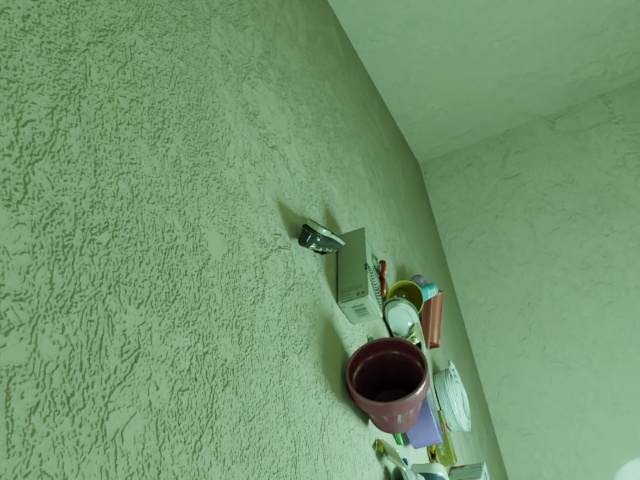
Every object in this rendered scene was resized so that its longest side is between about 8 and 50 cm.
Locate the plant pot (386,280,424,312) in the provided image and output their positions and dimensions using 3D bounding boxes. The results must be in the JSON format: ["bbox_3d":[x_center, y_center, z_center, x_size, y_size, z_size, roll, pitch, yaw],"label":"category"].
[{"bbox_3d":[0.294,0.212,1.925,0.095,0.134,0.134,124,-52,-83],"label":"plant pot"}]

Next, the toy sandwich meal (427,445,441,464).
[{"bbox_3d":[0.383,0.721,1.790,0.086,0.029,0.086,54,24,-39],"label":"toy sandwich meal"}]

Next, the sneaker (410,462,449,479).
[{"bbox_3d":[0.346,0.765,1.519,0.350,0.131,0.148,49,34,-35],"label":"sneaker"}]

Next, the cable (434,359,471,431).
[{"bbox_3d":[0.553,0.667,2.233,0.257,0.089,0.257,58,23,-36],"label":"cable"}]

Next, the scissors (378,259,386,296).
[{"bbox_3d":[0.188,0.119,1.681,0.297,0.021,0.109,57,32,-85],"label":"scissors"}]

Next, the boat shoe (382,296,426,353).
[{"bbox_3d":[0.300,0.317,1.828,0.302,0.113,0.103,58,17,-35],"label":"boat shoe"}]

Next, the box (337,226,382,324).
[{"bbox_3d":[0.111,0.098,1.542,0.275,0.094,0.113,-88,153,-46],"label":"box"}]

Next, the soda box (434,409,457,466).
[{"bbox_3d":[0.424,0.694,1.881,0.058,0.061,0.182,26,47,-65],"label":"soda box"}]

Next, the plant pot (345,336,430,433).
[{"bbox_3d":[0.173,0.374,1.325,0.201,0.201,0.180,-84,164,-52],"label":"plant pot"}]

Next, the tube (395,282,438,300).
[{"bbox_3d":[0.378,0.223,2.114,0.207,0.052,0.080,-17,82,-35],"label":"tube"}]

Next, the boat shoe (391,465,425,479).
[{"bbox_3d":[0.203,0.662,1.281,0.084,0.095,0.258,32,22,-12],"label":"boat shoe"}]

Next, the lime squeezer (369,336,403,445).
[{"bbox_3d":[0.189,0.421,1.504,0.110,0.058,0.311,18,54,-67],"label":"lime squeezer"}]

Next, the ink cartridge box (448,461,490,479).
[{"bbox_3d":[0.525,0.859,1.901,0.175,0.127,0.073,7,67,-68],"label":"ink cartridge box"}]

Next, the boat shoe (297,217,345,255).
[{"bbox_3d":[0.000,0.000,1.378,0.081,0.069,0.227,34,2,21],"label":"boat shoe"}]

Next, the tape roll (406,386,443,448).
[{"bbox_3d":[0.291,0.480,1.621,0.275,0.090,0.275,-17,90,-79],"label":"tape roll"}]

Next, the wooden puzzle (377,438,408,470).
[{"bbox_3d":[0.183,0.548,1.370,0.116,0.014,0.078,41,7,-10],"label":"wooden puzzle"}]

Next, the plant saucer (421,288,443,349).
[{"bbox_3d":[0.480,0.335,2.310,0.259,0.047,0.259,20,74,-66],"label":"plant saucer"}]

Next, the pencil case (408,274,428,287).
[{"bbox_3d":[0.402,0.196,2.274,0.206,0.088,0.087,-8,82,-72],"label":"pencil case"}]
